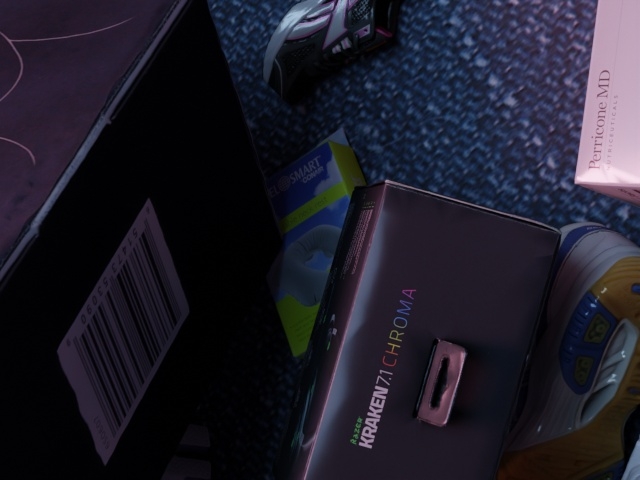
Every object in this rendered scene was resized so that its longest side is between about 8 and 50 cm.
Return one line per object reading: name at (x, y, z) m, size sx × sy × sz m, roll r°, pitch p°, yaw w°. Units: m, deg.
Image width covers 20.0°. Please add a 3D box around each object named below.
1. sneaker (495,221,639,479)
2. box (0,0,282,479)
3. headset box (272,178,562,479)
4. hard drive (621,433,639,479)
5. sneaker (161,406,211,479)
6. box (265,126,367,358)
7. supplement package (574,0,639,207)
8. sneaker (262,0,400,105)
sneaker at (0.174, 0.126, 1.378) m, size 0.296 × 0.112 × 0.131 m, roll -63°, pitch 24°, yaw 18°
box at (-0.349, 0.041, 1.398) m, size 0.472 × 0.297 × 0.480 m, roll 4°, pitch 43°, yaw 23°
headset box at (0.063, 0.089, 1.327) m, size 0.131 × 0.283 × 0.246 m, roll 16°, pitch 89°, yaw -4°
hard drive at (0.279, 0.315, 1.272) m, size 0.237 × 0.064 × 0.339 m, roll 24°, pitch 94°, yaw 37°
sneaker at (-0.178, 0.283, 1.586) m, size 0.182 × 0.127 × 0.315 m, roll -28°, pitch 59°, yaw 33°
box at (0.000, 0.000, 1.552) m, size 0.109 × 0.042 × 0.178 m, roll -33°, pitch 64°, yaw 26°
supplement package at (0.300, -0.145, 1.259) m, size 0.145 × 0.204 × 0.261 m, roll 3°, pitch 83°, yaw 37°
sneaker at (0.021, -0.184, 1.559) m, size 0.077 × 0.072 × 0.178 m, roll 44°, pitch 113°, yaw 23°
